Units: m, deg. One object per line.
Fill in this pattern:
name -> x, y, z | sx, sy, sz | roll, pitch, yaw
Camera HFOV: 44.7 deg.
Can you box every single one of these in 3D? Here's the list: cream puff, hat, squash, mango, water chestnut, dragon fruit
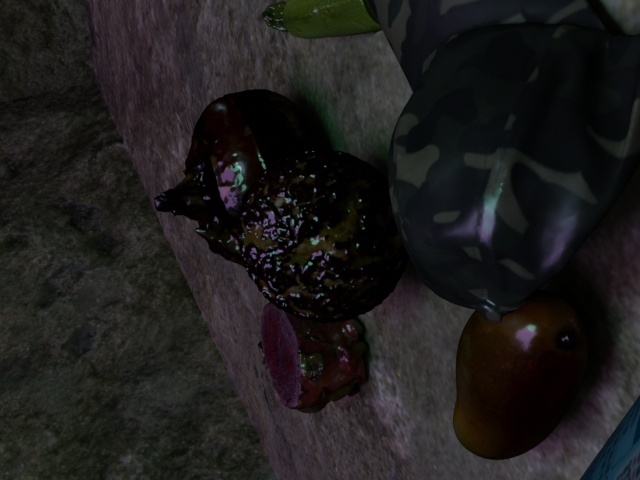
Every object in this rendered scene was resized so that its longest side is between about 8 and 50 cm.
cream puff -> 0.000, 0.000, 1.018 | 0.165, 0.238, 0.239 | -66, -28, -61
hat -> 0.105, -0.134, 0.724 | 0.382, 0.257, 0.366 | 46, 151, 12
squash -> 0.004, -0.301, 1.005 | 0.200, 0.075, 0.090 | 4, 131, 45
mango -> 0.199, 0.137, 0.809 | 0.133, 0.111, 0.268 | 42, 146, 26
water chestnut -> -0.122, -0.081, 1.218 | 0.300, 0.299, 0.300 | 51, 151, 44
dragon fruit -> -0.003, 0.197, 1.361 | 0.282, 0.147, 0.211 | 178, 84, -65

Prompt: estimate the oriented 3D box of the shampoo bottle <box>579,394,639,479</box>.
shampoo bottle -> 0.280, 0.158, 0.314 | 0.331, 0.331, 0.343 | 58, 155, 34
